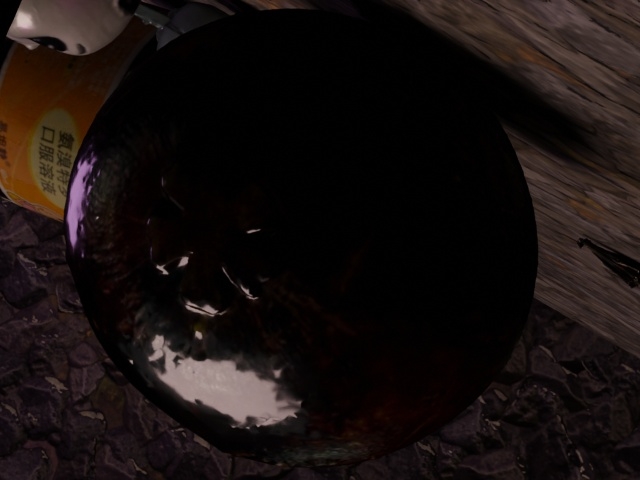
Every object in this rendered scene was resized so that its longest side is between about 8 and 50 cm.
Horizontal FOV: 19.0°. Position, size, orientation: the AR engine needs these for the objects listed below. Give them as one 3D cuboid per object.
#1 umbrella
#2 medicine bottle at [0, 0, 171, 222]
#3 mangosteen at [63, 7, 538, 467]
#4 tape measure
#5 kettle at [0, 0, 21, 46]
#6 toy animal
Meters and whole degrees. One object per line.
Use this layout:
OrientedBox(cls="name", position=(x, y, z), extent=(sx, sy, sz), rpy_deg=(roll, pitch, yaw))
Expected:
OrientedBox(cls="umbrella", position=(0.268, 0.020, 1.740), extent=(0.083, 0.020, 0.031), rpy_deg=(30, -142, 32))
OrientedBox(cls="medicine bottle", position=(-0.128, -0.102, 1.851), extent=(0.395, 0.242, 0.242), rpy_deg=(15, 172, 26))
OrientedBox(cls="mangosteen", position=(-0.006, 0.000, 1.268), extent=(0.330, 0.330, 0.330), rpy_deg=(31, 179, 1))
OrientedBox(cls="tape measure", position=(-0.131, -0.183, 1.586), extent=(0.330, 0.084, 0.164), rpy_deg=(30, 177, -27))
OrientedBox(cls="kettle", position=(-0.292, -0.209, 1.018), extent=(0.271, 0.207, 0.251), rpy_deg=(17, -153, 5))
OrientedBox(cls="toy animal", position=(-0.216, -0.210, 1.428), extent=(0.179, 0.138, 0.166), rpy_deg=(37, -167, -24))
